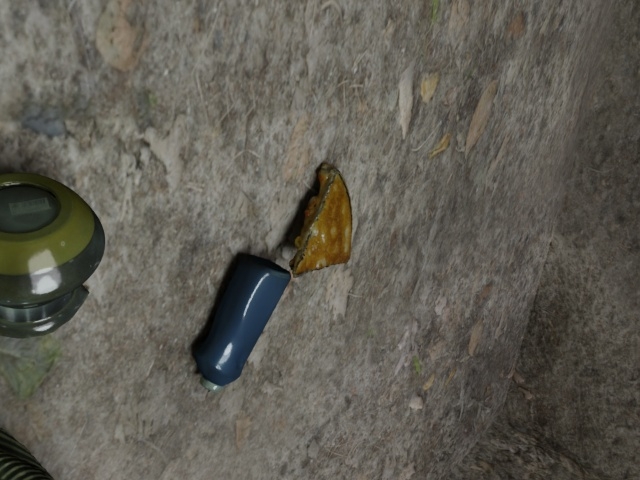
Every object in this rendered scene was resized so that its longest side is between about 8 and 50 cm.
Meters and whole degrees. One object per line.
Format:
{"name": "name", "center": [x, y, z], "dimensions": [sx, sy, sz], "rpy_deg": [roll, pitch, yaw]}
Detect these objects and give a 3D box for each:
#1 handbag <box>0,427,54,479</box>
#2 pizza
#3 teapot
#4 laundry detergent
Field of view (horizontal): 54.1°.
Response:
{"name": "handbag", "center": [-0.323, 0.356, 0.598], "dimensions": [0.247, 0.240, 0.340], "rpy_deg": [-38, 140, -40]}
{"name": "pizza", "center": [0.000, 0.000, 0.939], "dimensions": [0.176, 0.036, 0.184], "rpy_deg": [-58, 148, -28]}
{"name": "teapot", "center": [-0.270, 0.013, 0.531], "dimensions": [0.166, 0.130, 0.119], "rpy_deg": [1, 136, -20]}
{"name": "laundry detergent", "center": [-0.116, 0.123, 0.874], "dimensions": [0.206, 0.061, 0.097], "rpy_deg": [-63, 160, 5]}
